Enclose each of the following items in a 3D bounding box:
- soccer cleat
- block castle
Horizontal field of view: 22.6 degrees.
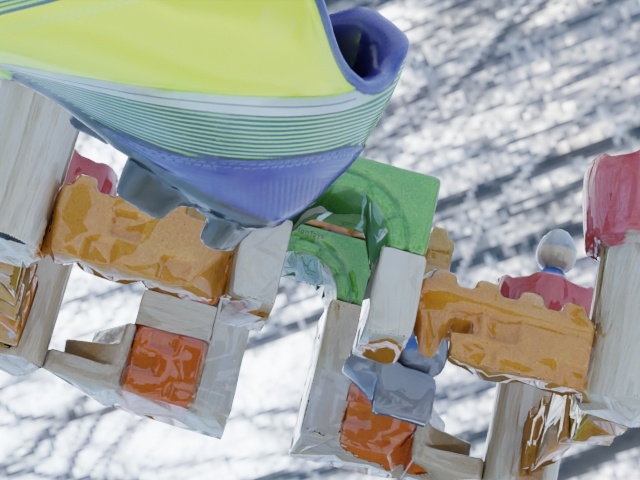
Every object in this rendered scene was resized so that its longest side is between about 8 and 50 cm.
[{"bbox_3d":[-0.072,-0.093,0.503,0.289,0.121,0.093,33,-166,-52],"label":"soccer cleat"},{"bbox_3d":[0.000,0.000,1.054,0.303,0.453,0.213,113,170,-66],"label":"block castle"}]
